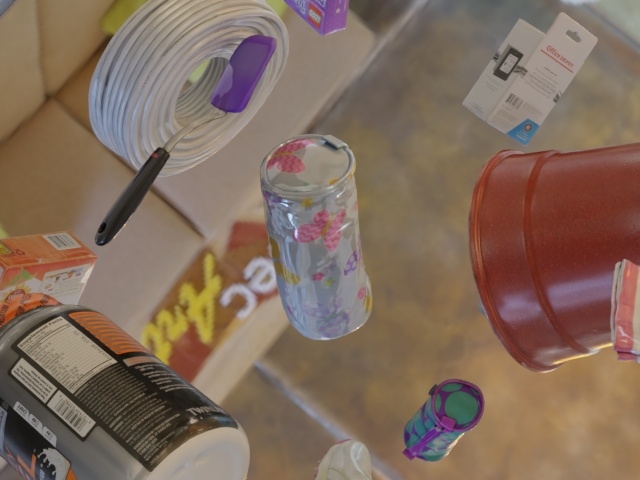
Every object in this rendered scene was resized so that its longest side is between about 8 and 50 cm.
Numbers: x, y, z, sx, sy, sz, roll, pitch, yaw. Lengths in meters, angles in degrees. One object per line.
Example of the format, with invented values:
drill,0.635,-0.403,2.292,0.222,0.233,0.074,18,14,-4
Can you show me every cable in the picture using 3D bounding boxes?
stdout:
cable,-0.152,-0.192,1.456,0.257,0.089,0.257,-28,149,-38

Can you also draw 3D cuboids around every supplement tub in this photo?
supplement tub,-0.245,0.197,1.345,0.193,0.316,0.194,-33,140,-33

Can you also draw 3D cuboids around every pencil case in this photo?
pencil case,0.000,0.000,1.522,0.124,0.113,0.273,-26,136,-15
pencil case,0.142,0.213,1.448,0.070,0.064,0.152,-44,169,-24

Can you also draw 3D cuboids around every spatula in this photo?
spatula,-0.152,-0.110,1.356,0.296,0.030,0.084,-50,-146,-11

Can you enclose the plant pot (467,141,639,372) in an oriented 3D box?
plant pot,0.351,0.001,1.402,0.265,0.272,0.272,-13,-158,38

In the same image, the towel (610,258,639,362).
towel,0.376,0.078,1.167,0.144,0.197,0.029,-68,164,-56

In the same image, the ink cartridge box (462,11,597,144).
ink cartridge box,0.294,-0.236,1.725,0.104,0.060,0.180,23,105,-44

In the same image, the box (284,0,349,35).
box,-0.049,-0.529,2.207,0.057,0.293,0.201,-23,142,-28

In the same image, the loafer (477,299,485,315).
loafer,0.337,0.008,1.694,0.319,0.112,0.111,-36,-159,-31

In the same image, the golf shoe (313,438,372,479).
golf shoe,0.058,0.364,1.531,0.140,0.115,0.306,-18,-147,19

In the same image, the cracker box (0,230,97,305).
cracker box,-0.402,0.103,1.592,0.155,0.067,0.232,-9,132,-55

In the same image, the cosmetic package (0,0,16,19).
cosmetic package,-0.375,-0.360,1.458,0.238,0.127,0.107,-43,-162,21
